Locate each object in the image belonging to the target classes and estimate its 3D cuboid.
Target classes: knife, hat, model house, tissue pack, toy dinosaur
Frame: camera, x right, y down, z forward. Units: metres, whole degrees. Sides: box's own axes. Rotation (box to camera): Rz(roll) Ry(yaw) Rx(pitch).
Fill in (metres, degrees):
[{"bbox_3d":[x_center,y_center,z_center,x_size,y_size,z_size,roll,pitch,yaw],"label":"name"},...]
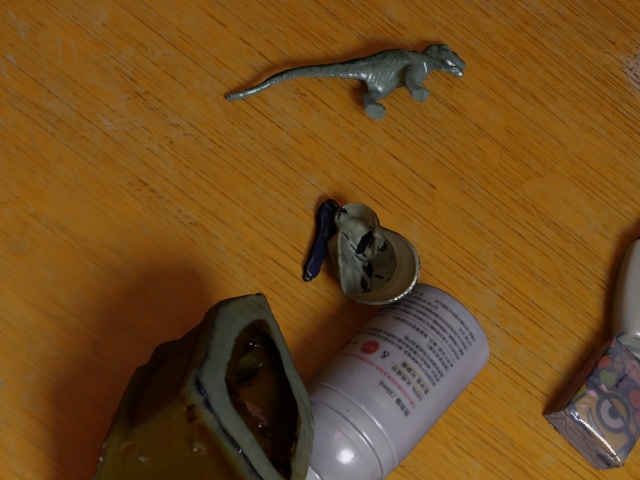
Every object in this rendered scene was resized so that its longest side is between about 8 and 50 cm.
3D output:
[{"bbox_3d":[0.000,0.000,1.356,0.031,0.018,0.121,28,62,-17],"label":"knife"},{"bbox_3d":[0.073,0.024,1.305,0.081,0.166,0.122,28,84,-34],"label":"hat"},{"bbox_3d":[-0.140,0.208,1.113,0.173,0.239,0.268,47,26,-16],"label":"model house"},{"bbox_3d":[0.390,0.220,1.395,0.108,0.060,0.148,45,61,-1],"label":"tissue pack"},{"bbox_3d":[0.071,-0.214,1.428,0.383,0.076,0.129,-11,41,-31],"label":"toy dinosaur"}]

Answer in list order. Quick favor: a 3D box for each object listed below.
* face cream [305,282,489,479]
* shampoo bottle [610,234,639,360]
[{"bbox_3d":[0.037,0.216,1.214,0.145,0.145,0.370,46,62,1],"label":"face cream"},{"bbox_3d":[0.506,0.050,1.498,0.153,0.071,0.284,19,58,-3],"label":"shampoo bottle"}]
